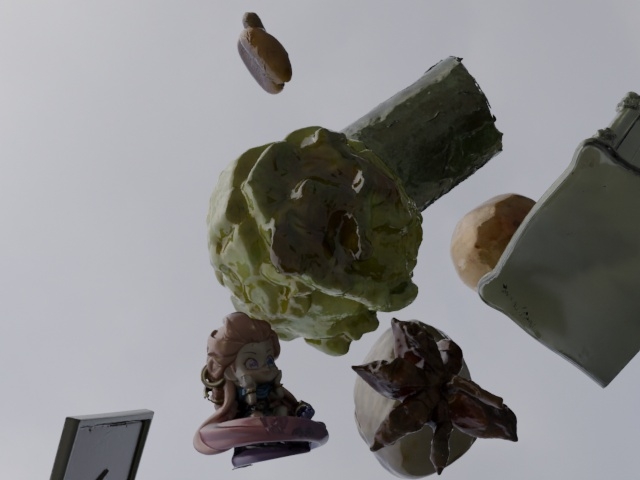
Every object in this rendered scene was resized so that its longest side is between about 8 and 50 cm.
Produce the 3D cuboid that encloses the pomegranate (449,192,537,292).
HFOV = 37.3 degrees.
[{"bbox_3d":[0.347,0.009,1.813,0.207,0.207,0.207,16,-112,-46],"label":"pomegranate"}]

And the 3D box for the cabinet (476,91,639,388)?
[{"bbox_3d":[0.427,-0.018,1.373,0.227,0.290,0.318,36,-148,9],"label":"cabinet"}]

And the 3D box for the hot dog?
[{"bbox_3d":[-0.096,-0.313,1.583,0.060,0.090,0.140,-36,-102,-25],"label":"hot dog"}]

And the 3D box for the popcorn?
[{"bbox_3d":[0.001,-0.005,1.131,0.293,0.237,0.292,7,-126,-10],"label":"popcorn"}]

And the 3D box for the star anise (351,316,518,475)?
[{"bbox_3d":[0.144,0.188,1.204,0.213,0.111,0.196,1,-138,-13],"label":"star anise"}]

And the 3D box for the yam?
[{"bbox_3d":[0.144,-0.144,1.530,0.300,0.195,0.195,-36,-66,-2],"label":"yam"}]

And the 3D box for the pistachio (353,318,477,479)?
[{"bbox_3d":[0.151,0.239,1.451,0.288,0.197,0.166,-68,-16,-51],"label":"pistachio"}]

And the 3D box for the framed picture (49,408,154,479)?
[{"bbox_3d":[-0.273,0.302,1.147,0.265,0.018,0.192,48,-125,-78],"label":"framed picture"}]

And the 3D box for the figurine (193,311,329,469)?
[{"bbox_3d":[-0.071,0.151,0.914,0.126,0.114,0.157,-9,-123,-40],"label":"figurine"}]
